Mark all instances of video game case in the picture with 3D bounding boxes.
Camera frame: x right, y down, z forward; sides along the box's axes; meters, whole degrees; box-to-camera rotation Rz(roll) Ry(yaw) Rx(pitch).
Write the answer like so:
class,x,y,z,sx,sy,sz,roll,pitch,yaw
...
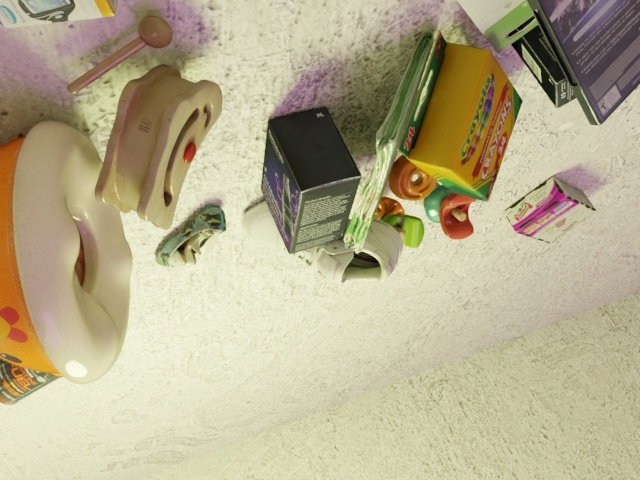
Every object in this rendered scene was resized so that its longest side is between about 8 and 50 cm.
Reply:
class,x,y,z,sx,sy,sz,roll,pitch,yaw
video game case,0.397,-0.333,1.112,0.196,0.274,0.026,-44,-156,-16

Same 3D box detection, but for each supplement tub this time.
class,x,y,z,sx,sy,sz,roll,pitch,yaw
supplement tub,-0.555,0.236,1.527,0.198,0.106,0.106,-30,155,9

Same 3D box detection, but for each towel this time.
class,x,y,z,sx,sy,sz,roll,pitch,yaw
towel,0.110,-0.152,1.294,0.038,0.247,0.324,20,149,5

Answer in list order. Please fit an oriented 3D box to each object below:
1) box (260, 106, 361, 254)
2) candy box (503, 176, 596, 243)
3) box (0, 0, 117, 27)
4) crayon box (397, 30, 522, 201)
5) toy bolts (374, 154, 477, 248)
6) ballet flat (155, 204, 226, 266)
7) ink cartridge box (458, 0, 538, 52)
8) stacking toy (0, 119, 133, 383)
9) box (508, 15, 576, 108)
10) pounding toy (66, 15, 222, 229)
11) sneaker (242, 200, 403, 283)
class,x,y,z,sx,sy,sz,roll,pitch,yaw
box,-0.022,-0.098,1.315,0.108,0.153,0.207,-16,152,-17
candy box,0.602,-0.076,2.027,0.159,0.071,0.233,-39,151,26
box,-0.280,-0.252,0.763,0.136,0.028,0.081,-2,149,10
crayon box,0.242,-0.194,1.297,0.319,0.081,0.202,16,93,-63
toy bolts,0.193,-0.095,1.584,0.229,0.158,0.218,-3,114,-24
ballet flat,-0.239,0.011,1.429,0.070,0.070,0.188,4,142,-47
ink cartridge box,0.262,-0.372,1.150,0.109,0.062,0.209,-36,153,19
stacking toy,-0.520,0.043,1.034,0.480,0.350,0.350,-8,154,1
box,0.414,-0.328,1.264,0.158,0.155,0.093,-29,155,7
pounding toy,-0.235,-0.161,1.031,0.154,0.155,0.269,-33,144,-73
sneaker,0.000,0.000,1.431,0.305,0.152,0.114,12,122,5
